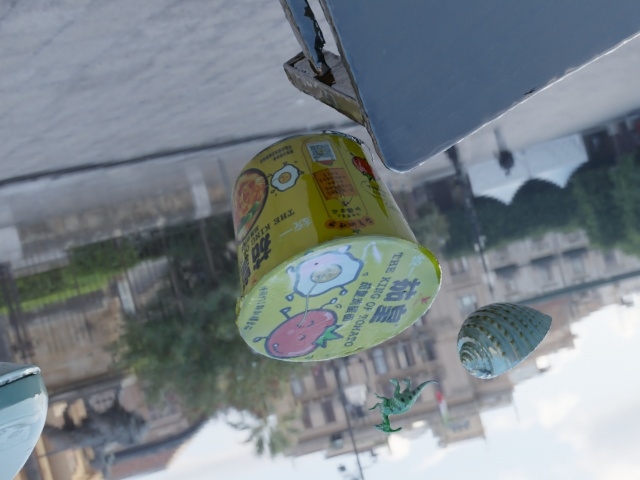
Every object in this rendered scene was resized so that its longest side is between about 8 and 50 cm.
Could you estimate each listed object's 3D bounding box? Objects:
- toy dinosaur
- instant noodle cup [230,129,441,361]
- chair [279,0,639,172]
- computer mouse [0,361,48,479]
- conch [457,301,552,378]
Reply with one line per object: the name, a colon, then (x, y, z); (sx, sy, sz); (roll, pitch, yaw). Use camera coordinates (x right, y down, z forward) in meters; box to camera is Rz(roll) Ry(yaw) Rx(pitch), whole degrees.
toy dinosaur: (0.096, 0.191, 1.151); (0.083, 0.062, 0.021); (-2, 169, 7)
instant noodle cup: (0.000, 0.000, 0.887); (0.182, 0.144, 0.182); (-12, 145, -9)
chair: (0.080, -0.164, 0.451); (0.203, 0.240, 0.416); (-30, -151, -7)
computer mouse: (-0.282, 0.137, 0.689); (0.159, 0.097, 0.288); (-22, 164, -30)
conch: (0.156, 0.080, 0.862); (0.085, 0.056, 0.076); (-49, -166, -22)
